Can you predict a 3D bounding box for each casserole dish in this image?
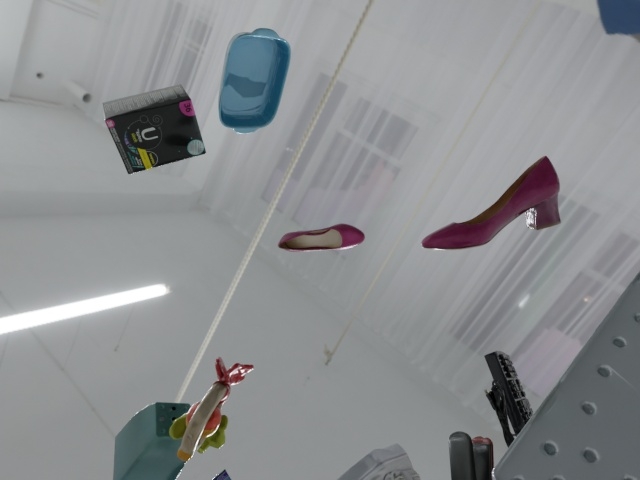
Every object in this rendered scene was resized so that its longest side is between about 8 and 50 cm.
[{"bbox_3d":[-0.118,-0.272,0.704,0.114,0.188,0.037,-11,-129,-33],"label":"casserole dish"}]

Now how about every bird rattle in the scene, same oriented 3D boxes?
[{"bbox_3d":[-0.261,0.415,1.002,0.143,0.253,0.207,33,-171,1],"label":"bird rattle"}]

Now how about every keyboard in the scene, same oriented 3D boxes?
[{"bbox_3d":[0.400,0.373,0.806,0.202,0.033,0.316,15,-129,-46],"label":"keyboard"}]

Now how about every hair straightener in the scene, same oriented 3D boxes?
[{"bbox_3d":[0.166,0.354,0.501,0.089,0.047,0.230,24,-118,-20],"label":"hair straightener"}]

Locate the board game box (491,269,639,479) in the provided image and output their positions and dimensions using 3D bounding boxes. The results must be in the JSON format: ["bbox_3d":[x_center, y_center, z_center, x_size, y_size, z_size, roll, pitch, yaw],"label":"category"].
[{"bbox_3d":[0.411,0.194,0.317,0.390,0.050,0.390,-39,-128,-21],"label":"board game box"}]

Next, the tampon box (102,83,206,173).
[{"bbox_3d":[-0.333,-0.226,0.835,0.161,0.120,0.101,-21,-136,-16],"label":"tampon box"}]

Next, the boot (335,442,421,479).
[{"bbox_3d":[0.106,0.402,0.641,0.123,0.095,0.258,48,-165,32],"label":"boot"}]

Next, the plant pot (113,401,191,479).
[{"bbox_3d":[-0.471,0.579,1.192,0.166,0.234,0.165,18,-150,-34],"label":"plant pot"}]

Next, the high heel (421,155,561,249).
[{"bbox_3d":[0.432,-0.090,1.074,0.378,0.181,0.127,-15,-172,-6],"label":"high heel"}]

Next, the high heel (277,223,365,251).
[{"bbox_3d":[0.000,0.000,1.196,0.244,0.082,0.117,5,-161,24],"label":"high heel"}]

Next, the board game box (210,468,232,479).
[{"bbox_3d":[-0.345,0.834,1.271,0.201,0.035,0.136,-26,-108,-38],"label":"board game box"}]
